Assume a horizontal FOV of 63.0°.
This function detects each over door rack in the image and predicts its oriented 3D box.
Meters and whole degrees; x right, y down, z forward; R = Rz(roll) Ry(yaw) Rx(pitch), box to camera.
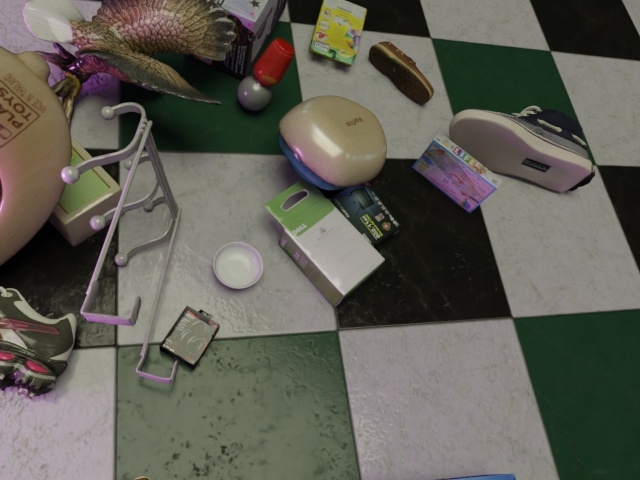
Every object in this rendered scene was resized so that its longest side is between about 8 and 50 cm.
[{"bbox_3d":[-0.267,0.009,0.722,0.108,0.239,0.324,-5,60,-5],"label":"over door rack"}]

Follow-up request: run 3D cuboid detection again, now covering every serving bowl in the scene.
[{"bbox_3d":[-0.139,0.046,0.879,0.083,0.027,0.083,7,63,-13],"label":"serving bowl"}]

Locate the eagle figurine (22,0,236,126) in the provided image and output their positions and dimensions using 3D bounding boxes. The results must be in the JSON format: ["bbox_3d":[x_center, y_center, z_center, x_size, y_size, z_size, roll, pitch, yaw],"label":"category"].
[{"bbox_3d":[-0.314,-0.316,0.892,0.225,0.298,0.226,-36,117,-65],"label":"eagle figurine"}]

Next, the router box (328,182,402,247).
[{"bbox_3d":[0.080,-0.045,0.982,0.092,0.038,0.122,-32,78,-26],"label":"router box"}]

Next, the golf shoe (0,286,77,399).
[{"bbox_3d":[-0.472,0.112,0.699,0.273,0.105,0.120,30,52,-22],"label":"golf shoe"}]

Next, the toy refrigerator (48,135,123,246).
[{"bbox_3d":[-0.443,-0.130,0.833,0.269,0.094,0.102,45,62,8],"label":"toy refrigerator"}]

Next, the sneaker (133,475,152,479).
[{"bbox_3d":[-0.266,0.339,0.696,0.083,0.035,0.031,-24,73,-25],"label":"sneaker"}]

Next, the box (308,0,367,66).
[{"bbox_3d":[0.038,-0.463,1.168,0.105,0.043,0.179,18,59,-8],"label":"box"}]

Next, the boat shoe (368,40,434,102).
[{"bbox_3d":[0.189,-0.380,1.161,0.178,0.064,0.060,45,63,10],"label":"boat shoe"}]

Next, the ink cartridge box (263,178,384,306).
[{"bbox_3d":[0.000,0.000,0.923,0.109,0.062,0.209,-38,80,-28],"label":"ink cartridge box"}]

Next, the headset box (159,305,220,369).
[{"bbox_3d":[-0.199,0.147,0.810,0.062,0.032,0.083,31,62,-1],"label":"headset box"}]

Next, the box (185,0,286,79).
[{"bbox_3d":[-0.156,-0.481,1.047,0.142,0.163,0.247,22,62,-5],"label":"box"}]

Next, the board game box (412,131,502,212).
[{"bbox_3d":[0.269,-0.133,1.044,0.154,0.103,0.026,39,61,3],"label":"board game box"}]

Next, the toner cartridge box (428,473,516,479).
[{"bbox_3d":[0.128,0.436,0.747,0.348,0.075,0.165,2,64,-16],"label":"toner cartridge box"}]

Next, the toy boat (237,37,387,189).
[{"bbox_3d":[-0.021,-0.219,0.978,0.318,0.148,0.267,48,34,8],"label":"toy boat"}]

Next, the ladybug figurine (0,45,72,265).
[{"bbox_3d":[-0.519,-0.095,0.672,0.449,0.305,0.162,-34,39,5],"label":"ladybug figurine"}]

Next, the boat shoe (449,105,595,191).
[{"bbox_3d":[0.433,-0.232,1.143,0.341,0.127,0.158,21,54,-15],"label":"boat shoe"}]
